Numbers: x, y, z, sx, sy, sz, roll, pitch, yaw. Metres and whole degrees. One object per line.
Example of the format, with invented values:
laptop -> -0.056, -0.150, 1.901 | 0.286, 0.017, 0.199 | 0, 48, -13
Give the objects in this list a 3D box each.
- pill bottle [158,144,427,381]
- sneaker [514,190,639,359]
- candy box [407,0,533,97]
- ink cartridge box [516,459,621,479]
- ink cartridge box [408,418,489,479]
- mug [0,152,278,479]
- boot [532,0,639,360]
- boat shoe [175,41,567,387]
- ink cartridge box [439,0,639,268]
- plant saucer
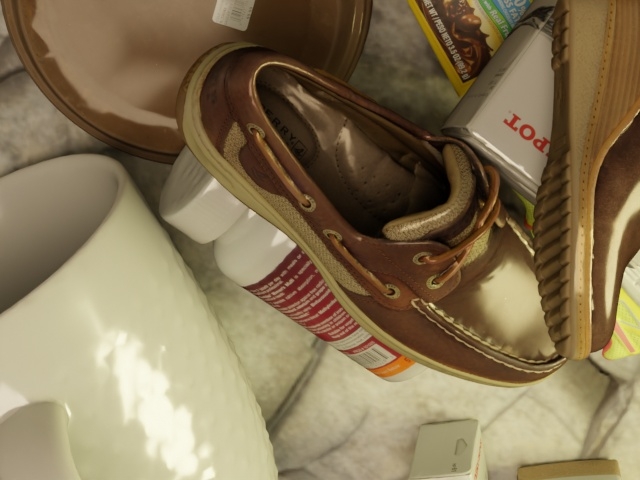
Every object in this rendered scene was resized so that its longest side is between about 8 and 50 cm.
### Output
pill bottle -> 0.000, 0.000, 1.401 | 0.221, 0.121, 0.121 | 34, 113, -21
sneaker -> 0.187, 0.012, 1.430 | 0.094, 0.081, 0.208 | -36, 104, 26
candy box -> 0.098, -0.213, 1.370 | 0.105, 0.027, 0.206 | -26, 108, 13
ink cartridge box -> 0.205, 0.308, 1.470 | 0.088, 0.235, 0.193 | -7, 113, 9
ink cartridge box -> 0.106, 0.214, 1.519 | 0.052, 0.088, 0.122 | -5, 112, 11
mug -> -0.169, 0.162, 1.375 | 0.276, 0.374, 0.328 | -31, 113, -2
boot -> 0.247, -0.042, 1.236 | 0.207, 0.090, 0.248 | 4, 89, -10
boat shoe -> 0.060, -0.014, 1.293 | 0.342, 0.123, 0.123 | 41, 72, -19
ink cartridge box -> 0.210, -0.113, 1.320 | 0.160, 0.092, 0.219 | 38, 86, -10
plant saucer -> -0.101, -0.179, 1.399 | 0.278, 0.041, 0.278 | 2, 113, 5
